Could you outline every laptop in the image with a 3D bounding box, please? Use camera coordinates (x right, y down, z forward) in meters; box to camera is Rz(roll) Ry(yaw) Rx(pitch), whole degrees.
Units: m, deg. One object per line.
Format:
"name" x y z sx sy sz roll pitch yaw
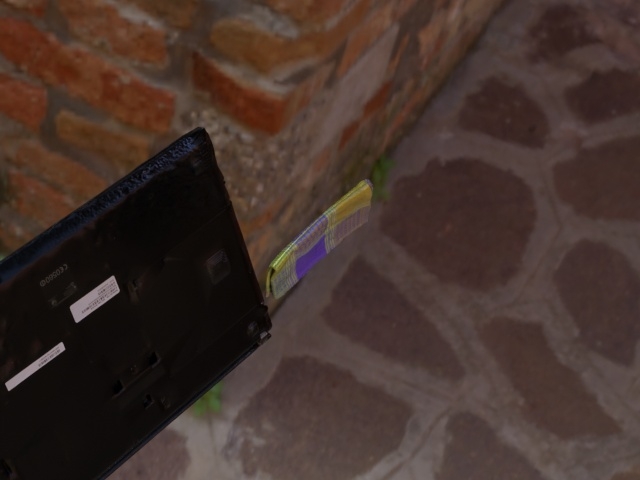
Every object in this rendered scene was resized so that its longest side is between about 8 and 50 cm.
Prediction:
"laptop" -0.161 0.083 0.815 0.137 0.264 0.234 15 43 41

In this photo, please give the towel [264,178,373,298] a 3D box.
"towel" 0.000 0.000 0.724 0.083 0.060 0.009 -40 76 -19
